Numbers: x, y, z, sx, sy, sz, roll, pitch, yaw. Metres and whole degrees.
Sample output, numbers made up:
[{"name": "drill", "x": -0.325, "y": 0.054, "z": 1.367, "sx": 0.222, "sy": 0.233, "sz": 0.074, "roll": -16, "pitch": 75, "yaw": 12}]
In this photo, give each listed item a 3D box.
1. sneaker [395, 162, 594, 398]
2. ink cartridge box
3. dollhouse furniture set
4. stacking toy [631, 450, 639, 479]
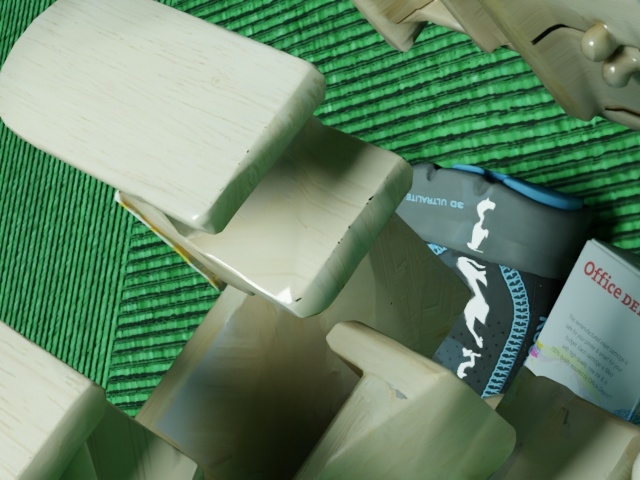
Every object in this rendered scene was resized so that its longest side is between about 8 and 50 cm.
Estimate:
[{"name": "sneaker", "x": 0.010, "y": 0.023, "z": 1.147, "sx": 0.341, "sy": 0.125, "sz": 0.139, "roll": 8, "pitch": 84, "yaw": 58}, {"name": "ink cartridge box", "x": 0.148, "y": 0.073, "z": 0.985, "sx": 0.088, "sy": 0.052, "sz": 0.122, "roll": 43, "pitch": 113, "yaw": 53}, {"name": "dollhouse furniture set", "x": 0.000, "y": 0.000, "z": 0.860, "sx": 0.256, "sy": 0.362, "sz": 0.394, "roll": 26, "pitch": 77, "yaw": 44}, {"name": "stacking toy", "x": 0.253, "y": -0.017, "z": 0.822, "sx": 0.141, "sy": 0.141, "sz": 0.330, "roll": 16, "pitch": 82, "yaw": 57}]
